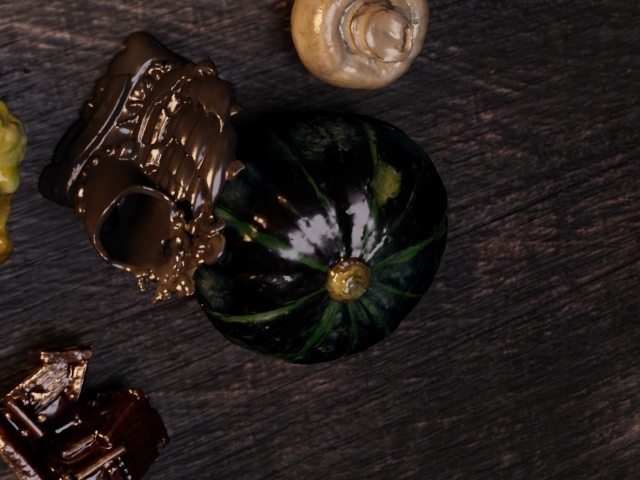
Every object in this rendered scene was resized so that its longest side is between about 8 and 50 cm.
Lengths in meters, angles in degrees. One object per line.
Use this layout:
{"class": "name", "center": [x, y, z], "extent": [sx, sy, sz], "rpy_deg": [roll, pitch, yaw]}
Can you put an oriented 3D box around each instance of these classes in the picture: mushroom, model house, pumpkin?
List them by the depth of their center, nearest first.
{"class": "mushroom", "center": [0.049, -0.250, 1.835], "extent": [0.166, 0.127, 0.166], "rpy_deg": [-10, 108, -30]}
{"class": "model house", "center": [-0.272, 0.214, 1.840], "extent": [0.164, 0.141, 0.203], "rpy_deg": [-32, 120, -2]}
{"class": "pumpkin", "center": [0.000, 0.000, 1.846], "extent": [0.315, 0.238, 0.315], "rpy_deg": [-13, 120, -22]}

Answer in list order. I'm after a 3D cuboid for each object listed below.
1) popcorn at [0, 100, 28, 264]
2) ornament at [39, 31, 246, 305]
{"class": "popcorn", "center": [-0.398, -0.061, 1.636], "extent": [0.225, 0.173, 0.286], "rpy_deg": [-35, 124, -21]}
{"class": "ornament", "center": [-0.162, -0.075, 1.712], "extent": [0.106, 0.260, 0.251], "rpy_deg": [28, 93, -41]}
